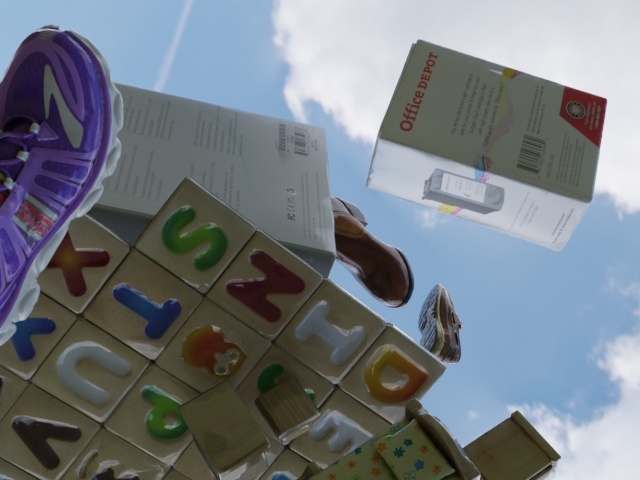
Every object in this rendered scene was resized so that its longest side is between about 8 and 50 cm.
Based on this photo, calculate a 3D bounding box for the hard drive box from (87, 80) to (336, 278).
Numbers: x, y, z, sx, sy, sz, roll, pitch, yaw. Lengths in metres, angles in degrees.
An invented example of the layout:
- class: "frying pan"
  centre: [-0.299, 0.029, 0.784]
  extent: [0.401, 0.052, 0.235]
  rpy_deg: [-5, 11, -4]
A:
- class: "hard drive box"
  centre: [-0.114, -0.032, 0.660]
  extent: [0.232, 0.089, 0.181]
  rpy_deg: [12, -145, -11]

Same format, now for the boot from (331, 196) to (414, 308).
- class: "boot"
  centre: [0.000, 0.000, 1.404]
  extent: [0.096, 0.280, 0.264]
  rpy_deg: [-49, -129, 28]

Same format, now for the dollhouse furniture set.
- class: "dollhouse furniture set"
  centre: [0.028, 0.110, 0.526]
  extent: [0.182, 0.101, 0.161]
  rpy_deg: [-28, -127, -19]

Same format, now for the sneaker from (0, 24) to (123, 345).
- class: "sneaker"
  centre: [-0.148, -0.020, 0.398]
  extent: [0.068, 0.071, 0.170]
  rpy_deg: [23, -89, 10]

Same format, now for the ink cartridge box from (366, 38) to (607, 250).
- class: "ink cartridge box"
  centre: [0.247, -0.145, 1.273]
  extent: [0.306, 0.131, 0.226]
  rpy_deg: [18, -126, 7]

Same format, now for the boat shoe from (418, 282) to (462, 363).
- class: "boat shoe"
  centre: [0.202, 0.141, 1.430]
  extent: [0.064, 0.060, 0.178]
  rpy_deg: [-58, -167, 31]

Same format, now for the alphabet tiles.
- class: "alphabet tiles"
  centre: [-0.085, 0.134, 0.592]
  extent: [0.285, 0.342, 0.011]
  rpy_deg: [-51, -162, 7]
